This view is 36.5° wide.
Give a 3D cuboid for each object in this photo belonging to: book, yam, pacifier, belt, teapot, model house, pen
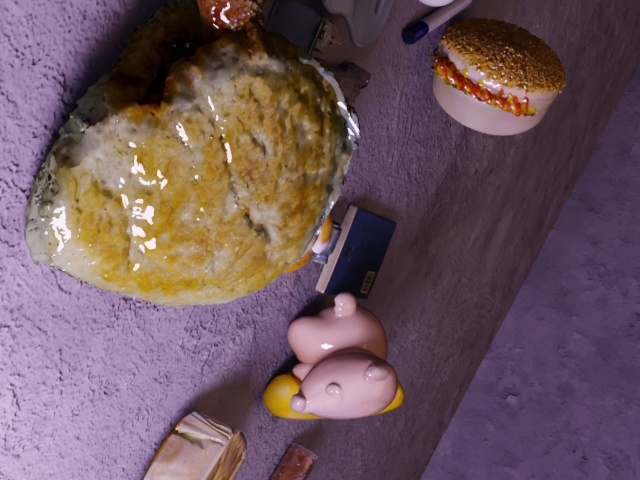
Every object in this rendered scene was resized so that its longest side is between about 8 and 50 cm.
[{"bbox_3d":[0.081,0.030,2.078,0.269,0.025,0.190,15,97,-67],"label":"book"},{"bbox_3d":[-0.070,0.527,2.157,0.141,0.079,0.079,-60,156,-17],"label":"yam"},{"bbox_3d":[0.109,-0.417,1.444,0.244,0.233,0.299,-68,158,-3],"label":"pacifier"},{"bbox_3d":[0.013,-0.266,1.613,0.232,0.053,0.071,-12,114,-63],"label":"belt"},{"bbox_3d":[0.004,0.002,1.849,0.063,0.049,0.083,1,111,-66],"label":"teapot"},{"bbox_3d":[-0.027,-0.293,1.453,0.100,0.088,0.100,9,107,-65],"label":"model house"},{"bbox_3d":[0.237,-0.449,1.951,0.269,0.033,0.033,-42,147,-46],"label":"pen"}]

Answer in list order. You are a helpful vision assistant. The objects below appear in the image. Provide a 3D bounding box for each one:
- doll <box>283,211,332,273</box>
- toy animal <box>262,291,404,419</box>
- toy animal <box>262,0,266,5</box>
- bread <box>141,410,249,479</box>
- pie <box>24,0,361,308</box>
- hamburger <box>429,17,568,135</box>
[{"bbox_3d":[-0.070,-0.043,1.496,0.167,0.162,0.269,-43,153,-17],"label":"doll"},{"bbox_3d":[0.017,0.230,1.918,0.345,0.278,0.246,44,42,-77],"label":"toy animal"},{"bbox_3d":[-0.074,-0.383,1.281,0.219,0.155,0.095,-31,-141,48],"label":"toy animal"},{"bbox_3d":[-0.225,0.401,1.661,0.209,0.110,0.192,-58,162,-19],"label":"bread"},{"bbox_3d":[-0.155,-0.090,1.230,0.418,0.180,0.395,-53,135,-5],"label":"pie"},{"bbox_3d":[0.370,-0.353,2.023,0.294,0.276,0.179,-48,163,-46],"label":"hamburger"}]
